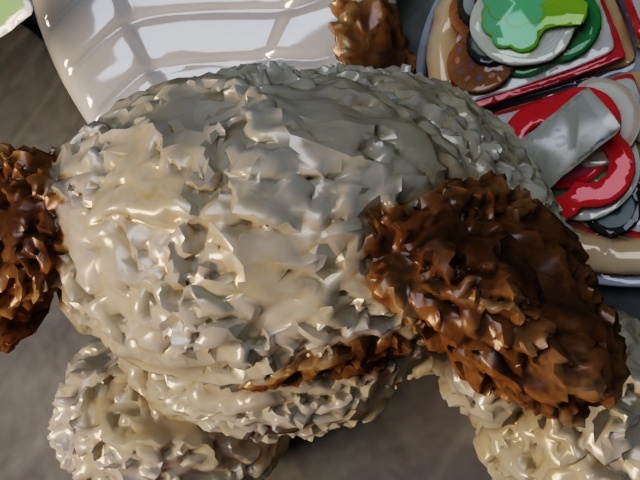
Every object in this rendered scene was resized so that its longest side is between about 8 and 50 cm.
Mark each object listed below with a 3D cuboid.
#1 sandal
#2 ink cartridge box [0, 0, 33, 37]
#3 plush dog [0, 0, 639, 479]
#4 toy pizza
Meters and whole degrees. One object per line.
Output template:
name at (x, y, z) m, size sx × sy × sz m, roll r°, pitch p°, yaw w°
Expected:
sandal at (-0.066, -0.211, 0.707) m, size 0.169 × 0.102 × 0.416 m, roll -17°, pitch 81°, yaw 7°
ink cartridge box at (-0.210, -0.151, 0.674) m, size 0.171 × 0.056 × 0.235 m, roll -34°, pitch 74°, yaw 26°
plush dog at (0.000, 0.000, 0.518) m, size 0.262 × 0.225 × 0.210 m, roll 0°, pitch 88°, yaw 16°
toy pizza at (0.136, -0.078, 0.635) m, size 0.201 × 0.032 × 0.201 m, roll -6°, pitch 69°, yaw 15°
